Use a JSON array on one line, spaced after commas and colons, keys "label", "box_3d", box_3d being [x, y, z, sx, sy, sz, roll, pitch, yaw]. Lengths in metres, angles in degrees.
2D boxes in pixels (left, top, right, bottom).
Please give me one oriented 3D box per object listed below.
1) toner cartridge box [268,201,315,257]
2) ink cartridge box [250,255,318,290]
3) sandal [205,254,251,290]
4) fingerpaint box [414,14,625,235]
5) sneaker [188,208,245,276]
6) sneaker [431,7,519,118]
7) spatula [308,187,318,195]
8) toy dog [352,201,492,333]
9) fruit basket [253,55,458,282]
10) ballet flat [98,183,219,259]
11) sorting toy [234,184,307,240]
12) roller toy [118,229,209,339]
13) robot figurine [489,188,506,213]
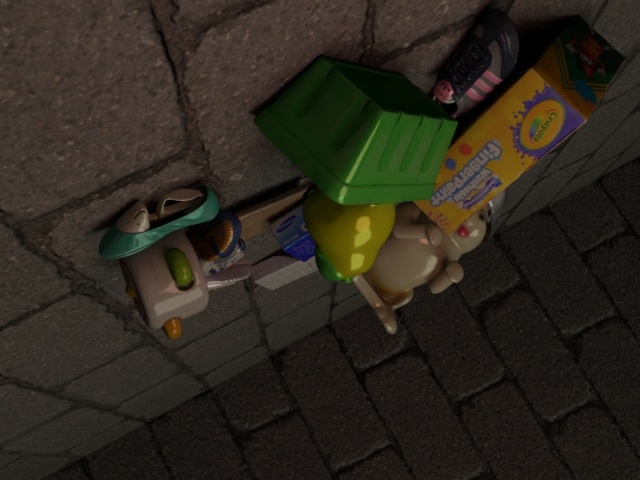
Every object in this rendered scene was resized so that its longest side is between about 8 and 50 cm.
[{"label": "toner cartridge box", "box_3d": [-0.018, -0.029, 1.820, 0.165, 0.075, 0.348, -33, 171, 2]}, {"label": "ink cartridge box", "box_3d": [-0.078, 0.072, 2.092, 0.232, 0.066, 0.189, -28, 164, 5]}, {"label": "sandal", "box_3d": [-0.299, 0.079, 1.702, 0.265, 0.102, 0.076, -10, 158, -30]}, {"label": "fingerpaint box", "box_3d": [0.445, -0.265, 1.635, 0.371, 0.163, 0.445, -45, 179, -44]}, {"label": "sneaker", "box_3d": [-0.220, -0.002, 1.550, 0.130, 0.112, 0.296, -12, 168, -31]}, {"label": "sneaker", "box_3d": [0.303, -0.338, 1.438, 0.131, 0.112, 0.319, -29, 164, -13]}, {"label": "spatula", "box_3d": [0.059, -0.141, 1.597, 0.168, 0.019, 0.242, -20, -168, 9]}, {"label": "toy dog", "box_3d": [0.276, 0.004, 1.897, 0.407, 0.285, 0.395, -33, -171, 10]}, {"label": "fruit basket", "box_3d": [0.055, -0.124, 1.331, 0.392, 0.283, 0.392, -35, 155, -19]}, {"label": "ballet flat", "box_3d": [-0.311, -0.049, 1.332, 0.247, 0.083, 0.087, -24, 139, -21]}, {"label": "sorting toy", "box_3d": [-0.135, -0.062, 1.664, 0.192, 0.038, 0.208, -24, 168, -20]}, {"label": "roller toy", "box_3d": [-0.330, 0.081, 1.449, 0.146, 0.191, 0.210, -22, 134, -21]}, {"label": "robot figurine", "box_3d": [0.467, -0.150, 2.151, 0.353, 0.199, 0.300, 34, 75, -73]}]
